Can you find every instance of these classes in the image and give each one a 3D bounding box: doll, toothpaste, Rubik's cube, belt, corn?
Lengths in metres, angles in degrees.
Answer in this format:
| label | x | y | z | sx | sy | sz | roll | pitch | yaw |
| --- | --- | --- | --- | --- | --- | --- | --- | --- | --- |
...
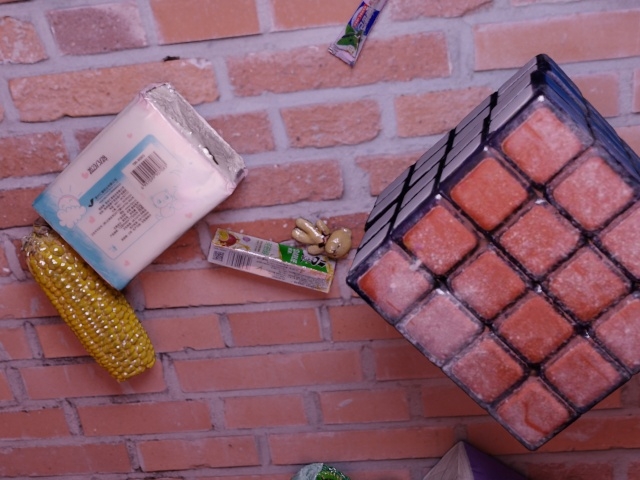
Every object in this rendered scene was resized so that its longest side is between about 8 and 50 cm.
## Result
| label | x | y | z | sx | sy | sz | roll | pitch | yaw |
| --- | --- | --- | --- | --- | --- | --- | --- | --- | --- |
| doll | 0.003 | -0.003 | 1.367 | 0.093 | 0.051 | 0.061 | 30 | 119 | 24 |
| toothpaste | 0.070 | -0.326 | 1.206 | 0.045 | 0.028 | 0.170 | 32 | 118 | -2 |
| Rubik's cube | 0.283 | 0.001 | 1.149 | 0.344 | 0.337 | 0.344 | 45 | 112 | -5 |
| belt | 0.013 | 0.459 | 1.526 | 0.151 | 0.121 | 0.079 | 40 | 123 | 31 |
| corn | -0.380 | 0.099 | 1.410 | 0.115 | 0.115 | 0.317 | -22 | 111 | 15 |

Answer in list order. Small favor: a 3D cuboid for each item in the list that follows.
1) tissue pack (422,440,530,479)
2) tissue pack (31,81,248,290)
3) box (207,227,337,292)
| label | x | y | z | sx | sy | sz | roll | pitch | yaw |
| --- | --- | --- | --- | --- | --- | --- | --- | --- | --- |
| tissue pack | 0.336 | 0.521 | 1.461 | 0.338 | 0.242 | 0.160 | 33 | 111 | -10 |
| tissue pack | -0.273 | -0.082 | 1.303 | 0.271 | 0.124 | 0.201 | -38 | 107 | 22 |
| box | -0.077 | 0.032 | 1.378 | 0.207 | 0.050 | 0.041 | 14 | 119 | -1 |
